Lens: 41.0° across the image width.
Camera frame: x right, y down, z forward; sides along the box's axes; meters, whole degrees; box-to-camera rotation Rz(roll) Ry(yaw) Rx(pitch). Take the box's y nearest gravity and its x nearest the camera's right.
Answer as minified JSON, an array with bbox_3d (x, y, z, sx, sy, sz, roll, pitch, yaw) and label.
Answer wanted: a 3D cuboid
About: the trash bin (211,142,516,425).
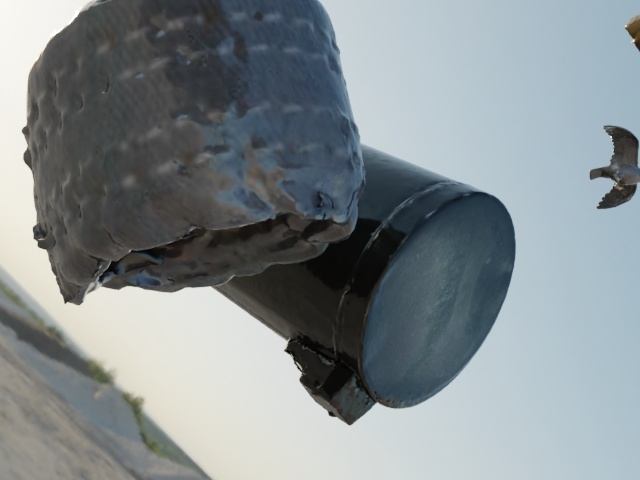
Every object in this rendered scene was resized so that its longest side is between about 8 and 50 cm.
[{"bbox_3d":[0.000,0.000,0.808,0.302,0.252,0.203,29,-17,39],"label":"trash bin"}]

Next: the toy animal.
[{"bbox_3d":[0.235,-0.050,0.656,0.050,0.028,0.084,34,-29,37],"label":"toy animal"}]

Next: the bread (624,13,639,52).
[{"bbox_3d":[0.363,-0.186,0.840,0.136,0.054,0.154,35,-63,28],"label":"bread"}]

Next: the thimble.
[{"bbox_3d":[-0.089,-0.059,0.578,0.205,0.237,0.172,19,59,-62],"label":"thimble"}]
